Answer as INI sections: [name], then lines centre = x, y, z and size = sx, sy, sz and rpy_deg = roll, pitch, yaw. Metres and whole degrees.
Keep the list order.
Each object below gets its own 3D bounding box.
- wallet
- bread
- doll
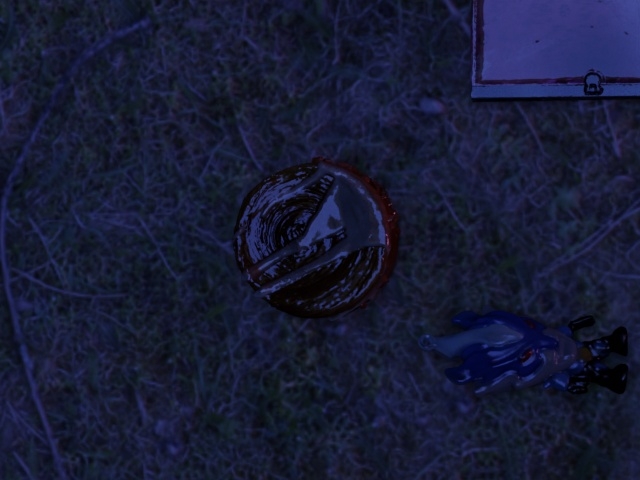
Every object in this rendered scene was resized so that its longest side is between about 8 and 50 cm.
[wallet]
centre = 0.258, -0.192, 1.435
size = 0.232, 0.025, 0.119
rpy_deg = 0, 86, 12
[bread]
centre = 0.000, 0.000, 1.457
size = 0.160, 0.073, 0.160
rpy_deg = -2, 84, 15
[doll]
centre = 0.188, 0.105, 1.414
size = 0.195, 0.070, 0.096
rpy_deg = 4, 58, 10
